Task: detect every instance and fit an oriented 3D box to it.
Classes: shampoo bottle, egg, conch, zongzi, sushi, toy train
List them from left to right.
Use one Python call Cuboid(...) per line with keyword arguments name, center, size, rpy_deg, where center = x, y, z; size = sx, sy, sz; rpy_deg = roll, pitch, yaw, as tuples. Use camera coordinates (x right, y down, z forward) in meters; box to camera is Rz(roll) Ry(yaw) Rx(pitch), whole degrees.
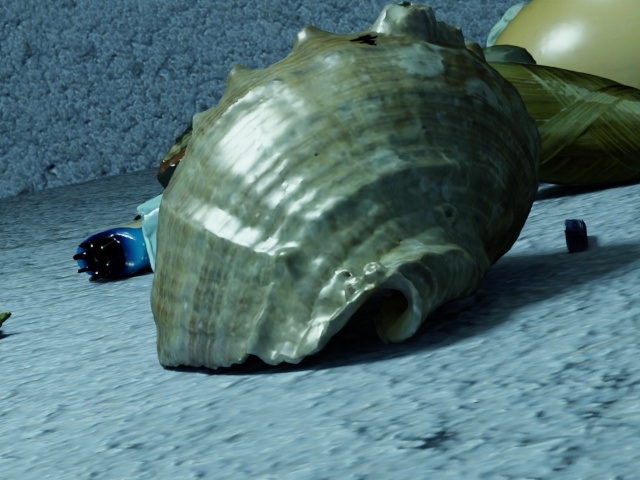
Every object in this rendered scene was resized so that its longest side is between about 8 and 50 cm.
Cuboid(name="shampoo bottle", center=(-0.185, 0.004, 1.935), size=(0.087, 0.050, 0.183), rpy_deg=(-5, 9, 29))
Cuboid(name="sushi", center=(-0.172, -0.120, 2.539), size=(0.231, 0.047, 0.219), rpy_deg=(-46, 12, -7))
Cuboid(name="conch", center=(0.000, -0.035, 1.280), size=(0.297, 0.210, 0.352), rpy_deg=(-26, 2, 9))
Cuboid(name="zongzi", center=(0.217, -0.108, 1.738), size=(0.221, 0.112, 0.242), rpy_deg=(8, 1, -25))
Cuboid(name="toy train", center=(0.193, -0.006, 1.423), size=(0.017, 0.017, 0.083), rpy_deg=(-9, 7, 8))
Cuboid(name="egg", center=(0.291, -0.186, 2.041), size=(0.244, 0.201, 0.201), rpy_deg=(-20, 5, 9))

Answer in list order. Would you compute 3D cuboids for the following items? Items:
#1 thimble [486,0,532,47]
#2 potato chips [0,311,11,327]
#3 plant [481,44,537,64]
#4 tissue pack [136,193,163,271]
Cuboid(name="thimble", center=(0.294, -0.200, 2.320), size=(0.149, 0.185, 0.211), rpy_deg=(-14, -28, -37))
Cuboid(name="potato chips", center=(-0.347, 0.078, 1.681), size=(0.092, 0.028, 0.207), rpy_deg=(-14, 8, -33))
Cuboid(name="plant", center=(0.116, -0.113, 1.933), size=(0.256, 0.164, 0.142), rpy_deg=(-21, 5, -1))
Cuboid(name="tissue pack", center=(-0.027, -0.032, 1.790), size=(0.263, 0.089, 0.177), rpy_deg=(-14, 5, 8))
